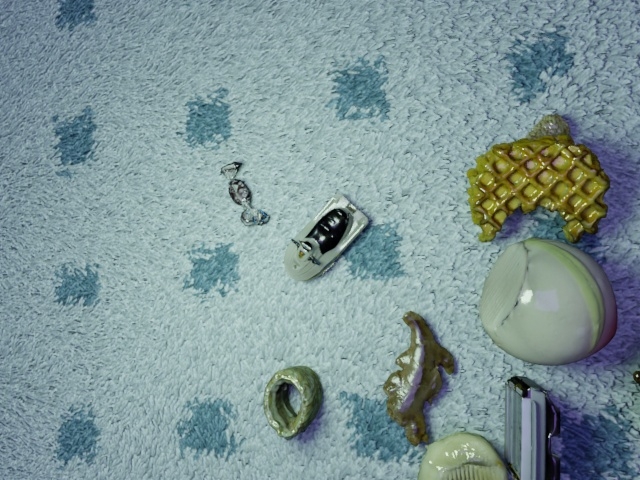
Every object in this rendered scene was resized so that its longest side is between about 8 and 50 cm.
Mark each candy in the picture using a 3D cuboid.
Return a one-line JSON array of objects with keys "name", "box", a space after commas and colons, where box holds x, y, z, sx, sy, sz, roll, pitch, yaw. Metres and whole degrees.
[{"name": "candy", "box": [-0.235, -0.140, 1.484, 0.094, 0.051, 0.226, -31, 79, -1]}]

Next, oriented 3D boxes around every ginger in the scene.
[{"name": "ginger", "box": [0.258, 0.365, 1.284, 0.166, 0.080, 0.333, 16, 81, 1]}]

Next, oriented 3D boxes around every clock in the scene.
[{"name": "clock", "box": [0.497, 0.459, 1.152, 0.083, 0.186, 0.253, 2, 85, 10]}]

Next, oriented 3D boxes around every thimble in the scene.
[{"name": "thimble", "box": [-0.074, 0.441, 1.324, 0.137, 0.143, 0.190, 2, 85, 14]}]

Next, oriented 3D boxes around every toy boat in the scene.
[{"name": "toy boat", "box": [0.005, -0.003, 1.364, 0.269, 0.141, 0.141, -44, 75, -8]}]

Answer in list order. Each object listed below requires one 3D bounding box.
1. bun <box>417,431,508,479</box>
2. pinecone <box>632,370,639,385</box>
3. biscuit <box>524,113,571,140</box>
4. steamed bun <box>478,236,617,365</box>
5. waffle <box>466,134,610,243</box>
[{"name": "bun", "box": [0.346, 0.577, 1.207, 0.229, 0.145, 0.229, -2, 107, -7]}, {"name": "pinecone", "box": [0.840, 0.358, 1.043, 0.296, 0.242, 0.298, 20, 83, 18]}, {"name": "biscuit", "box": [0.570, -0.252, 1.275, 0.082, 0.070, 0.168, 45, 94, 6]}, {"name": "steamed bun", "box": [0.550, 0.154, 1.131, 0.309, 0.309, 0.309, -2, 83, 15]}, {"name": "waffle", "box": [0.530, -0.122, 1.196, 0.324, 0.151, 0.261, 0, 116, 12]}]
